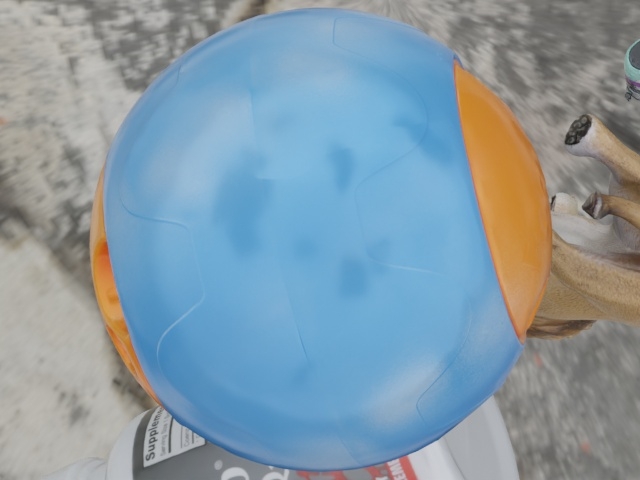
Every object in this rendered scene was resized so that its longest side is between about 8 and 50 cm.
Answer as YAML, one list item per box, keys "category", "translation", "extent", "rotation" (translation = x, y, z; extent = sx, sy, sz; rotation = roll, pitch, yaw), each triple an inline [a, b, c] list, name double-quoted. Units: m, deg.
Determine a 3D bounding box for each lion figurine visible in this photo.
- category: "lion figurine"
  translation: [0.195, 0.013, 1.478]
  extent: [0.240, 0.392, 0.142]
  rotation: [35, 85, -21]

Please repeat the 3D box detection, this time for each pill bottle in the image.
- category: "pill bottle"
  translation: [-0.040, 0.208, 1.521]
  extent: [0.363, 0.210, 0.210]
  rotation: [-24, 96, 19]

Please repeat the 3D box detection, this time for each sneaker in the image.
- category: "sneaker"
  translation: [0.263, -0.137, 1.414]
  extent: [0.098, 0.069, 0.038]
  rotation: [-30, 65, -13]

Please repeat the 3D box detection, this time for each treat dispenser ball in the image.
- category: "treat dispenser ball"
  translation: [0.000, 0.000, 1.185]
  extent: [0.288, 0.288, 0.288]
  rotation: [0, 98, 2]
